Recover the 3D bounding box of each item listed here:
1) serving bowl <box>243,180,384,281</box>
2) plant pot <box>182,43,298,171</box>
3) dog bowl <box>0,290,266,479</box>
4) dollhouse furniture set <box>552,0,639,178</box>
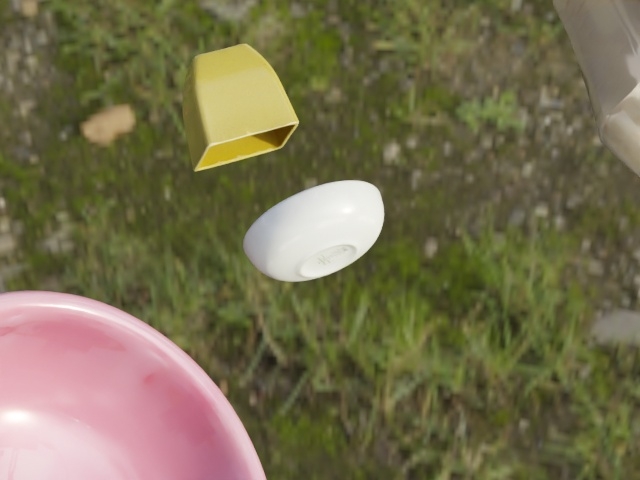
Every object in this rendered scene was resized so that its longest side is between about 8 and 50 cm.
[{"bbox_3d":[0.000,0.000,1.101,0.083,0.083,0.027,-18,66,-13],"label":"serving bowl"},{"bbox_3d":[-0.075,-0.115,1.635,0.081,0.081,0.083,-17,81,-16],"label":"plant pot"},{"bbox_3d":[-0.206,0.215,1.409,0.408,0.150,0.408,20,54,-31],"label":"dog bowl"},{"bbox_3d":[0.262,-0.065,0.353,0.256,0.362,0.394,37,26,-25],"label":"dollhouse furniture set"}]
